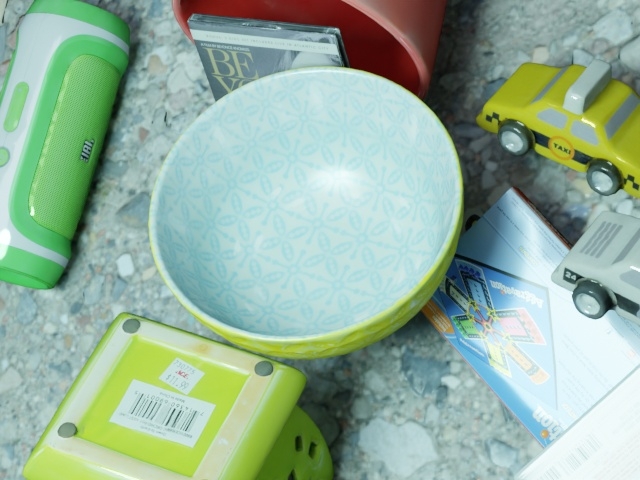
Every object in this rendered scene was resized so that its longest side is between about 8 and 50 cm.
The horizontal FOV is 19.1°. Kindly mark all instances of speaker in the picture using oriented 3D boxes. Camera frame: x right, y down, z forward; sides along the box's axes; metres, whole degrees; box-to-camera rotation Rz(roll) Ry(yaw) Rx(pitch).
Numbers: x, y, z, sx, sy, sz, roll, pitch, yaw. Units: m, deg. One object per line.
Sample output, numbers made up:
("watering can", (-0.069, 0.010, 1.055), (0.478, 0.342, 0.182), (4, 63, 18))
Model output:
("speaker", (-0.295, -0.103, 2.033), (0.131, 0.131, 0.296), (9, 78, 29))

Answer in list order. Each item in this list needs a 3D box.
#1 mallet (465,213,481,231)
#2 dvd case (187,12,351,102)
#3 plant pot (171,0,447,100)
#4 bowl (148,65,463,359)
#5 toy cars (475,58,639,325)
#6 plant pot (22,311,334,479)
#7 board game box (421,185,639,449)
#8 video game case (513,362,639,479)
("mallet", (0.218, 0.011, 1.797), (0.189, 0.039, 0.062), (37, 95, 34))
("dvd case", (-0.030, -0.124, 1.867), (0.164, 0.221, 0.018), (9, 47, 29))
("plant pot", (0.017, -0.291, 1.878), (0.275, 0.275, 0.243), (9, 67, 28))
("bowl", (0.000, 0.000, 1.767), (0.289, 0.156, 0.289), (-6, 59, 10))
("toy cars", (0.270, -0.046, 1.694), (0.176, 0.087, 0.394), (-11, 48, -11))
("plant pot", (-0.134, 0.209, 1.745), (0.228, 0.207, 0.227), (18, 54, 17))
("board game box", (0.219, 0.100, 1.733), (0.145, 0.027, 0.281), (-45, 71, 12))
("video game case", (0.315, 0.213, 1.655), (0.227, 0.026, 0.206), (-44, 71, 13))
